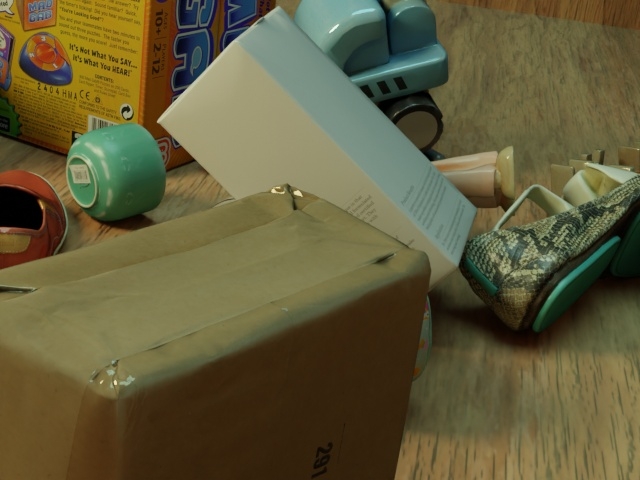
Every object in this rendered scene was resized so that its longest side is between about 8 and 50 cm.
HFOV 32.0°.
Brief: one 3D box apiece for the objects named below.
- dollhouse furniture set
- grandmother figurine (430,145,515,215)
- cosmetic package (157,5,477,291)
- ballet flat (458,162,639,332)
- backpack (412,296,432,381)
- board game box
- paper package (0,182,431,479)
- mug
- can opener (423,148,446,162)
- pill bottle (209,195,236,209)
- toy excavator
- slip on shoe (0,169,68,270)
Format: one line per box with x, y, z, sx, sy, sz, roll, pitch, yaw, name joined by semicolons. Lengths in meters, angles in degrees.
0.528;-0.062;1.771;0.259;0.135;0.262;13;21;43;dollhouse furniture set
0.103;-0.073;1.593;0.343;0.207;0.104;-2;61;9;grandmother figurine
0.007;-0.090;1.357;0.365;0.155;0.197;45;27;-5;cosmetic package
0.359;-0.019;1.506;0.483;0.164;0.182;-19;51;-42;ballet flat
0.021;0.084;1.180;0.188;0.165;0.144;22;28;38;backpack
-0.319;-0.352;1.856;0.357;0.356;0.356;19;26;25;board game box
-0.092;0.159;0.766;0.168;0.324;0.310;24;28;34;paper package
-0.296;-0.083;1.553;0.097;0.157;0.129;-19;59;-42;mug
0.117;-0.187;1.951;0.074;0.093;0.280;-7;31;-30;can opener
-0.103;0.016;1.358;0.121;0.121;0.221;11;23;8;pill bottle
0.107;-0.369;1.769;0.433;0.445;0.222;-15;43;-6;toy excavator
-0.384;-0.030;1.412;0.123;0.101;0.331;1;22;-10;slip on shoe
